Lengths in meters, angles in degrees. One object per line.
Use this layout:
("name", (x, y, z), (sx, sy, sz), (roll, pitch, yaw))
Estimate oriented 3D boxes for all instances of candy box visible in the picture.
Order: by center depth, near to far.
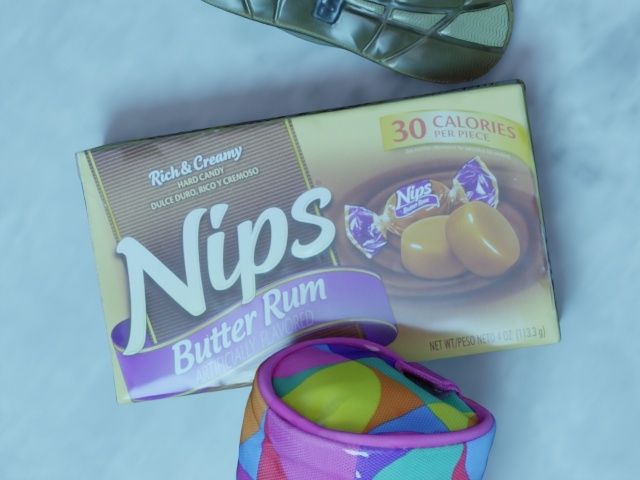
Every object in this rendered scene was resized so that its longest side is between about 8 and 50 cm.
("candy box", (0.000, 0.000, 0.815), (0.187, 0.053, 0.109), (-8, 95, 6))

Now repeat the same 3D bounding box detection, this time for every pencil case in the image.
("pencil case", (0.006, 0.158, 0.782), (0.104, 0.104, 0.236), (11, 113, 6))

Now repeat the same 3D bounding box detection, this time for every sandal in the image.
("sandal", (-0.005, -0.120, 0.812), (0.180, 0.049, 0.072), (25, 103, -10))
